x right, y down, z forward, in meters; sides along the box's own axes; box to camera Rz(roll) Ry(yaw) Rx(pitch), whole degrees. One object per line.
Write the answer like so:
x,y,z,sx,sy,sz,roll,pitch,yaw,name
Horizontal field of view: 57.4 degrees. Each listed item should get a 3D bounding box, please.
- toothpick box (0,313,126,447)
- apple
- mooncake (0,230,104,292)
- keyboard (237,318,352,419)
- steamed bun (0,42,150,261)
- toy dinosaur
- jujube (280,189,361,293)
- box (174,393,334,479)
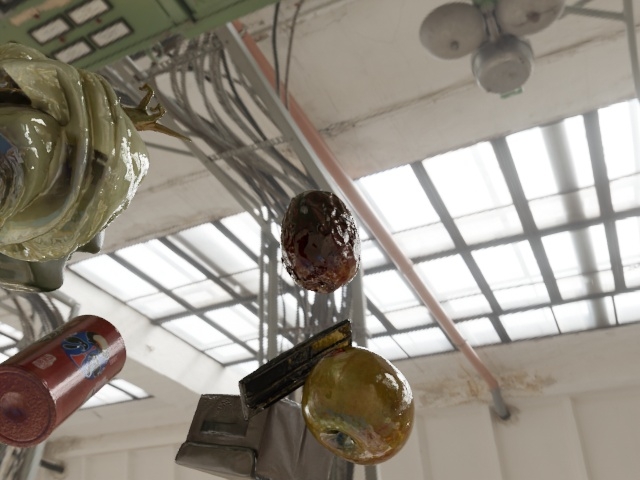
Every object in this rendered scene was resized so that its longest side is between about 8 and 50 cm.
-0.649,0.332,1.443,0.204,0.204,0.333,-25,-172,14,toothpick box
0.061,0.254,0.918,0.182,0.182,0.155,3,-147,33,apple
-0.655,-0.057,1.357,0.187,0.351,0.351,12,-117,11,mooncake
-0.036,0.216,1.015,0.250,0.087,0.017,-24,-151,-35,keyboard
-0.470,-0.125,0.890,0.237,0.394,0.346,-144,-123,-74,steamed bun
-0.355,-0.230,1.161,0.126,0.162,0.039,-31,-164,14,toy dinosaur
0.000,0.000,1.311,0.183,0.183,0.243,-18,-126,20,jujube
-0.119,0.389,1.123,0.252,0.188,0.153,-16,-130,46,box
